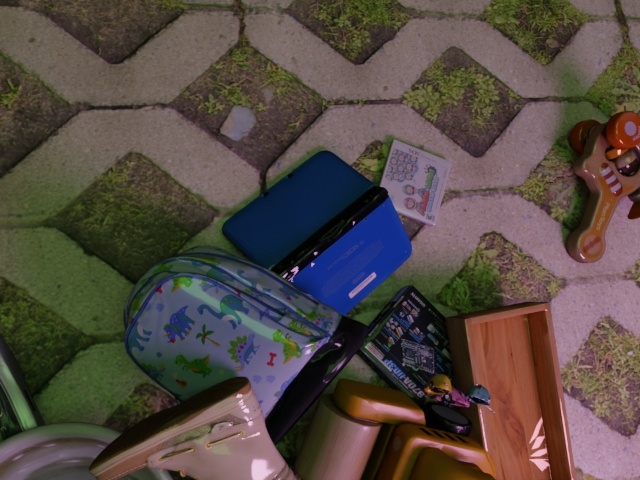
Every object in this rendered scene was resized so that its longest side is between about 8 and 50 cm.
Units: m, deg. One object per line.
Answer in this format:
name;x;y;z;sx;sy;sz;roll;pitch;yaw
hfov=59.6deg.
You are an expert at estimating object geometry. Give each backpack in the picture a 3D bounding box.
backpack;-0.152;0.162;0.950;0.356;0.273;0.290;41;108;11

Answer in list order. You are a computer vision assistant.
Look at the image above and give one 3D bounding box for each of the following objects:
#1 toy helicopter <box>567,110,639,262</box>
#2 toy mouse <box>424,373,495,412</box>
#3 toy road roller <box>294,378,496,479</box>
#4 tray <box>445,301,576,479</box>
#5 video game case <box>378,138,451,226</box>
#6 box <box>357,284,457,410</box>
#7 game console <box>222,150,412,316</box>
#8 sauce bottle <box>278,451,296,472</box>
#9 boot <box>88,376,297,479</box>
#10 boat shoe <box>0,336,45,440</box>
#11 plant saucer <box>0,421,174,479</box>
toy helicopter;0.674;-0.106;1.292;0.235;0.140;0.354;25;84;-17
toy mouse;0.253;0.273;1.000;0.143;0.161;0.031;20;65;-8
toy road roller;0.145;0.388;0.930;0.330;0.241;0.202;19;94;-20
tray;0.376;0.339;1.094;0.203;0.076;0.410;-7;89;-21
video game case;0.201;-0.126;1.215;0.143;0.019;0.157;20;74;-9
box;0.198;0.226;1.120;0.220;0.051;0.175;44;72;-2
game console;0.000;0.000;1.135;0.293;0.173;0.250;-39;120;-18
sauce bottle;-0.105;0.390;1.016;0.128;0.042;0.042;25;73;-10
boot;-0.184;0.345;0.832;0.262;0.095;0.203;-26;100;-4
boat shoe;-0.528;0.261;0.925;0.076;0.080;0.228;-25;93;-19
plant saucer;-0.396;0.489;0.859;0.401;0.100;0.399;2;71;-5
